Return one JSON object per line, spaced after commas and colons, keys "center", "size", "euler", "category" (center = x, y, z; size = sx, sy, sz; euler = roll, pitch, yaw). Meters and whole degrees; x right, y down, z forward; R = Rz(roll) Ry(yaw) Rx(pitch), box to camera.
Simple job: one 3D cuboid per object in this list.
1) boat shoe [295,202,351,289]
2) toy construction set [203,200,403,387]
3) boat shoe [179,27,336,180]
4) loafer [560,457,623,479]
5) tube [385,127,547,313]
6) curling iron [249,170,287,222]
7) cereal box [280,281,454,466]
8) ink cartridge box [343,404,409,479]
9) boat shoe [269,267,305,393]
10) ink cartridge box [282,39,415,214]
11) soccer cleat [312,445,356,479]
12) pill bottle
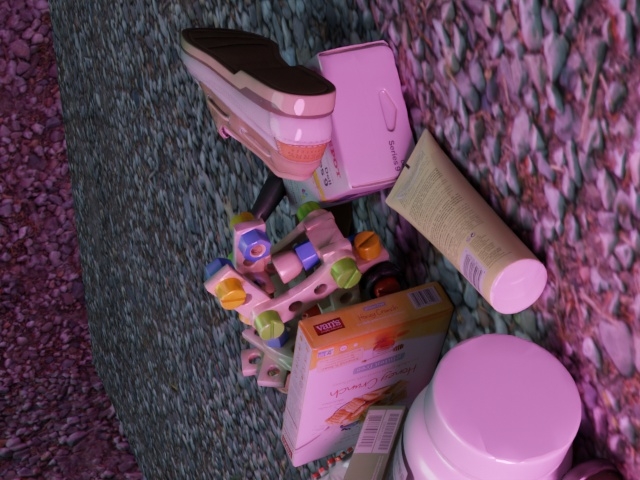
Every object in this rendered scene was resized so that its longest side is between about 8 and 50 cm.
{"center": [0.000, 0.000, 1.596], "size": [0.073, 0.073, 0.207], "euler": [33, 134, 59], "category": "boat shoe"}
{"center": [-0.016, 0.082, 1.452], "size": [0.328, 0.215, 0.151], "euler": [86, 158, -61], "category": "toy construction set"}
{"center": [-0.082, -0.158, 1.381], "size": [0.302, 0.113, 0.103], "euler": [-134, 45, -55], "category": "boat shoe"}
{"center": [0.244, 0.303, 1.135], "size": [0.078, 0.080, 0.220], "euler": [-131, 33, -52], "category": "loafer"}
{"center": [0.137, -0.019, 1.236], "size": [0.240, 0.070, 0.062], "euler": [52, 169, 50], "category": "tube"}
{"center": [-0.049, -0.061, 1.553], "size": [0.274, 0.035, 0.068], "euler": [-65, -22, -68], "category": "curling iron"}
{"center": [0.049, 0.155, 1.428], "size": [0.240, 0.173, 0.047], "euler": [98, 149, -49], "category": "cereal box"}
{"center": [0.093, 0.326, 1.438], "size": [0.056, 0.171, 0.235], "euler": [-5, 133, 29], "category": "ink cartridge box"}
{"center": [-0.034, 0.165, 1.768], "size": [0.109, 0.098, 0.302], "euler": [-133, 34, -53], "category": "boat shoe"}
{"center": [0.019, -0.124, 1.429], "size": [0.212, 0.093, 0.154], "euler": [164, 92, -68], "category": "ink cartridge box"}
{"center": [0.042, 0.333, 1.747], "size": [0.076, 0.068, 0.196], "euler": [55, 157, 11], "category": "soccer cleat"}
{"center": [0.151, 0.225, 1.214], "size": [0.283, 0.161, 0.161], "euler": [101, 148, -51], "category": "pill bottle"}
